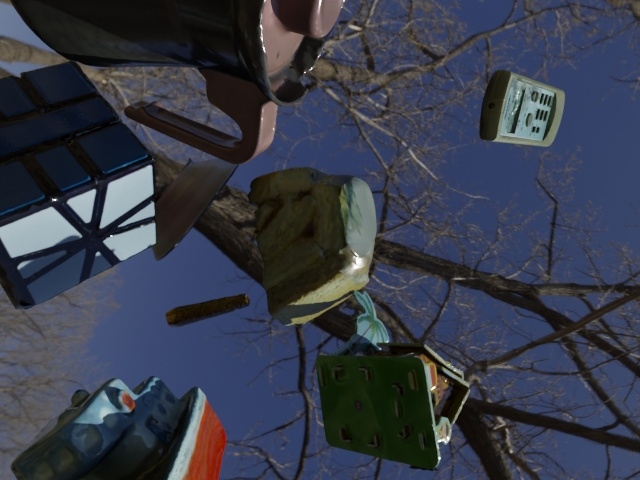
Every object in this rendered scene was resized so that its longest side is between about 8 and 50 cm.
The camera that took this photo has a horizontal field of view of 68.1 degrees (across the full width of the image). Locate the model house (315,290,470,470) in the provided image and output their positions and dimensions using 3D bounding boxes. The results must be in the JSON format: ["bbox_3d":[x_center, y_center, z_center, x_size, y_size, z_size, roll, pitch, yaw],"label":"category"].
[{"bbox_3d":[0.197,0.271,1.066,0.300,0.323,0.341,-14,-99,46],"label":"model house"}]

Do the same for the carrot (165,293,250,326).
[{"bbox_3d":[-0.228,0.140,0.972,0.042,0.170,0.042,167,-90,-79],"label":"carrot"}]

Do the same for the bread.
[{"bbox_3d":[0.005,0.007,1.186,0.263,0.239,0.396,-11,-95,26],"label":"bread"}]

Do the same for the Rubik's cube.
[{"bbox_3d":[-0.486,-0.094,0.846,0.283,0.288,0.294,45,-33,17],"label":"Rubik's cube"}]

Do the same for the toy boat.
[{"bbox_3d":[-0.167,0.200,0.313,0.145,0.332,0.133,-36,-81,6],"label":"toy boat"}]

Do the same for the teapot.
[{"bbox_3d":[-0.156,-0.291,0.559,0.361,0.306,0.377,23,-53,14],"label":"teapot"}]

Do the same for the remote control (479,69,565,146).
[{"bbox_3d":[0.320,-0.199,0.739,0.038,0.233,0.098,21,-70,42],"label":"remote control"}]

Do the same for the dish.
[{"bbox_3d":[-0.335,-0.101,1.154,0.316,0.106,0.316,-45,-163,17],"label":"dish"}]
